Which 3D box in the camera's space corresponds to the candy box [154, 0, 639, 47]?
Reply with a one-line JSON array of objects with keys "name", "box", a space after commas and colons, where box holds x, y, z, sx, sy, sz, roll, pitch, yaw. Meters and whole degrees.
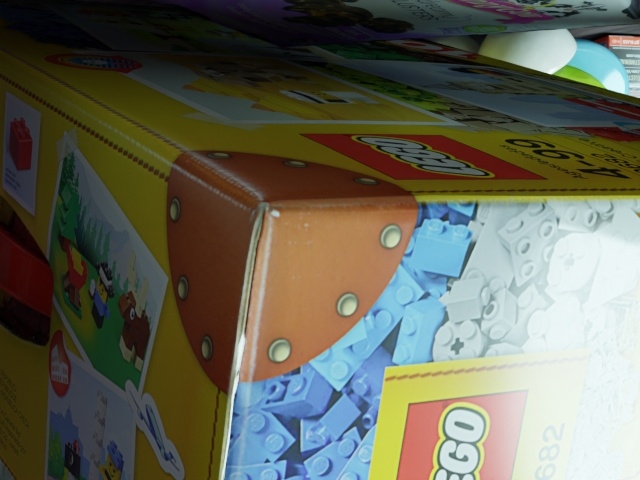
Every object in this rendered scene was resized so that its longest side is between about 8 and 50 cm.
[{"name": "candy box", "box": [0.038, -0.137, 0.564, 0.196, 0.070, 0.165, 0, 180, 22]}]

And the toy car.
[{"name": "toy car", "box": [0.160, -0.106, 0.978, 0.182, 0.159, 0.136, -2, -148, 45]}]

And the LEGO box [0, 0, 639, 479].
[{"name": "LEGO box", "box": [0.000, 0.000, 0.679, 0.372, 0.193, 0.500, -2, -162, -32]}]

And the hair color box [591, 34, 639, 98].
[{"name": "hair color box", "box": [0.243, -0.141, 1.064, 0.072, 0.043, 0.141, 0, 180, -16]}]
